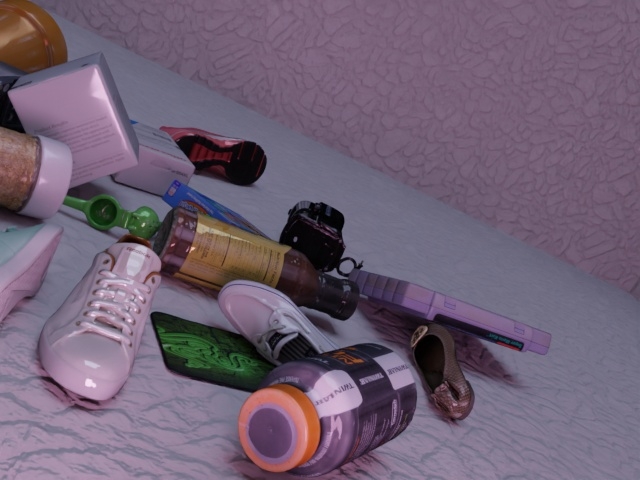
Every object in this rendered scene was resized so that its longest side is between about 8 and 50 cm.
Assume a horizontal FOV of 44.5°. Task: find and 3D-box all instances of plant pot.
[{"bbox_3d":[-0.663,-0.379,1.615,0.205,0.205,0.188,28,30,1],"label":"plant pot"}]

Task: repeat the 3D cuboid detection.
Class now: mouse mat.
[{"bbox_3d":[-0.131,0.154,1.048,0.190,0.007,0.152,18,17,-29],"label":"mouse mat"}]

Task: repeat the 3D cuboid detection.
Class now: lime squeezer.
[{"bbox_3d":[-0.335,-0.048,1.285,0.310,0.058,0.110,16,19,-35],"label":"lime squeezer"}]

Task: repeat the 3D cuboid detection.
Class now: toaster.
[{"bbox_3d":[-0.590,-0.261,1.424,0.146,0.129,0.227,29,16,14],"label":"toaster"}]

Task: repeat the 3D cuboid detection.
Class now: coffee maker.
[{"bbox_3d":[0.000,0.000,1.648,0.171,0.120,0.178,49,13,-9],"label":"coffee maker"}]

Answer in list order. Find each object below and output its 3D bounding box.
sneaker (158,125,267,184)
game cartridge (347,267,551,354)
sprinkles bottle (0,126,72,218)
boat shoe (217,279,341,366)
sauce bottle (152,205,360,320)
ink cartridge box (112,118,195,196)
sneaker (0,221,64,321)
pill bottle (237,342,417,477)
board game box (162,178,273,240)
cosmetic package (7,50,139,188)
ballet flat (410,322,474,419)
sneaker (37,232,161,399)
[{"bbox_3d":[-0.264,-0.227,1.918,0.314,0.115,0.136,11,20,-47],"label":"sneaker"},{"bbox_3d":[0.250,0.143,1.531,0.355,0.068,0.230,20,0,-25],"label":"game cartridge"},{"bbox_3d":[-0.530,-0.126,1.070,0.355,0.121,0.121,16,18,-38],"label":"sprinkles bottle"},{"bbox_3d":[-0.049,0.132,1.089,0.226,0.083,0.076,32,12,4],"label":"boat shoe"},{"bbox_3d":[-0.098,0.050,1.268,0.344,0.111,0.111,22,15,-25],"label":"sauce bottle"},{"bbox_3d":[-0.365,-0.175,1.606,0.148,0.085,0.203,18,18,-34],"label":"ink cartridge box"},{"bbox_3d":[-0.396,0.011,0.894,0.151,0.094,0.256,23,13,-5],"label":"sneaker"},{"bbox_3d":[0.009,0.195,0.904,0.130,0.130,0.246,34,16,25],"label":"pill bottle"},{"bbox_3d":[-0.168,-0.024,1.425,0.160,0.047,0.210,36,3,32],"label":"board game box"},{"bbox_3d":[-0.414,-0.206,1.337,0.151,0.183,0.151,-19,24,-4],"label":"cosmetic package"},{"bbox_3d":[0.191,0.207,1.305,0.058,0.084,0.250,24,20,-17],"label":"ballet flat"},{"bbox_3d":[-0.247,0.068,0.907,0.106,0.123,0.290,25,16,-17],"label":"sneaker"}]
